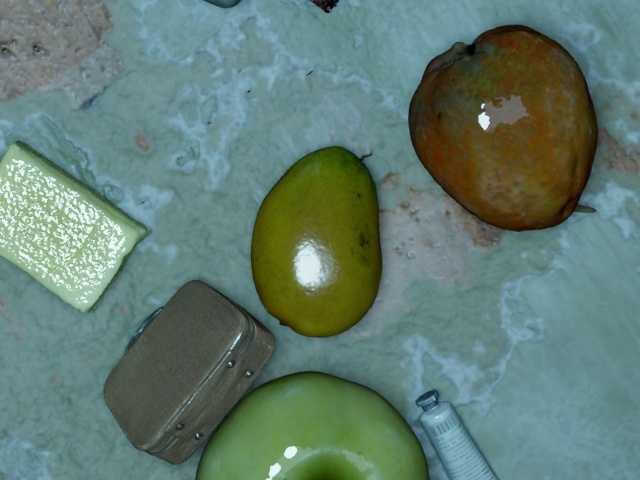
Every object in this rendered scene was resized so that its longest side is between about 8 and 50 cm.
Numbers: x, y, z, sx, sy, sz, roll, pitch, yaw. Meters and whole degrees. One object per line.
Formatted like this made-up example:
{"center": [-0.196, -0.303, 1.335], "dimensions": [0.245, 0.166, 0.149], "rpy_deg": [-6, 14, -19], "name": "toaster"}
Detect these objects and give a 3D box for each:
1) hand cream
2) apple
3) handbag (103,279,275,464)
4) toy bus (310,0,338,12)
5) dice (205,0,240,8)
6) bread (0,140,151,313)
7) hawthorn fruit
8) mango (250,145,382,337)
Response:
{"center": [0.173, 0.269, 1.538], "dimensions": [0.067, 0.042, 0.194], "rpy_deg": [-30, 100, -9], "name": "hand cream"}
{"center": [-0.013, 0.267, 1.420], "dimensions": [0.262, 0.262, 0.262], "rpy_deg": [0, 94, -3], "name": "apple"}
{"center": [-0.155, 0.145, 1.463], "dimensions": [0.193, 0.151, 0.072], "rpy_deg": [-51, 135, 4], "name": "handbag"}
{"center": [0.051, -0.379, 1.475], "dimensions": [0.096, 0.073, 0.235], "rpy_deg": [39, 91, 4], "name": "toy bus"}
{"center": [-0.133, -0.380, 1.400], "dimensions": [0.194, 0.193, 0.191], "rpy_deg": [27, 91, -3], "name": "dice"}
{"center": [-0.310, -0.013, 1.478], "dimensions": [0.188, 0.068, 0.125], "rpy_deg": [34, 91, -5], "name": "bread"}
{"center": [0.226, -0.110, 1.441], "dimensions": [0.210, 0.210, 0.262], "rpy_deg": [-38, 107, 0], "name": "hawthorn fruit"}
{"center": [-0.006, 0.002, 1.471], "dimensions": [0.152, 0.120, 0.221], "rpy_deg": [-3, 87, -6], "name": "mango"}
